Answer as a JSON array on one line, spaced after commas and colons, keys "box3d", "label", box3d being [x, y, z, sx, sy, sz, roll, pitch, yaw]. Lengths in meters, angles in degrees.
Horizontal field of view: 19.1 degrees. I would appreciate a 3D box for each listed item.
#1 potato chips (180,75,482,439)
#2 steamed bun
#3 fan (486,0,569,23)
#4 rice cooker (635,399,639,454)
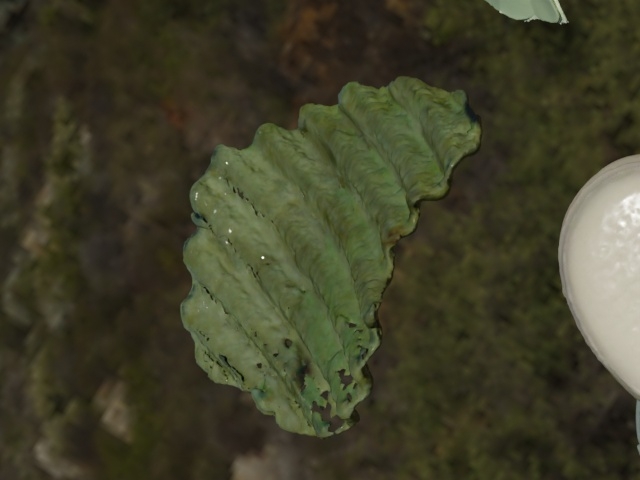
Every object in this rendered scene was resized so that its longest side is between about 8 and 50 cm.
[{"box3d": [-0.004, 0.001, 1.900, 0.389, 0.097, 0.373, 14, 81, 56], "label": "potato chips"}, {"box3d": [0.285, 0.037, 1.445, 0.177, 0.228, 0.131, -49, -17, 19], "label": "steamed bun"}, {"box3d": [0.068, -0.222, 1.150, 0.009, 0.240, 0.131, -39, 7, -27], "label": "fan"}, {"box3d": [0.421, 0.149, 1.685, 0.227, 0.241, 0.280, -19, -7, -43], "label": "rice cooker"}]
